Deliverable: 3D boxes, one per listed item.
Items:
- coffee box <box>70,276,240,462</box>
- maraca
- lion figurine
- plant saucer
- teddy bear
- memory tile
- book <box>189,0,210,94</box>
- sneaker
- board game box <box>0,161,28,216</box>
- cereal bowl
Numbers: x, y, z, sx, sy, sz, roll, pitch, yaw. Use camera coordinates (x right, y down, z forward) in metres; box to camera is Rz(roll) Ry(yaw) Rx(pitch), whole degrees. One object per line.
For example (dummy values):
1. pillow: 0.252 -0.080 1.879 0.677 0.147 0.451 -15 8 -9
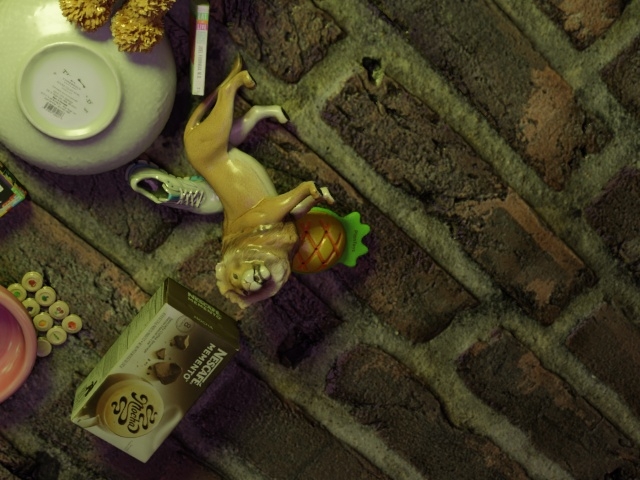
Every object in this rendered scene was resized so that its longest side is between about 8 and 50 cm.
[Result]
1. coffee box: -0.303 0.240 1.861 0.168 0.119 0.297 36 103 -19
2. maraca: 0.000 0.000 1.823 0.185 0.099 0.127 -1 113 -16
3. lion figurine: -0.135 -0.099 1.720 0.240 0.142 0.392 -30 82 14
4. plant saucer: -0.668 0.172 1.764 0.332 0.084 0.332 -8 127 -10
5. teddy bear: -0.253 -0.433 1.481 0.338 0.113 0.245 -42 114 12
6. memory tile: -0.520 0.137 1.842 0.113 0.012 0.148 -35 114 6
7. book: -0.201 -0.322 1.657 0.035 0.096 0.144 2 112 -10
8. sneaker: -0.248 -0.080 1.759 0.190 0.083 0.071 14 108 -16
9. board game box: -0.614 -0.080 1.718 0.170 0.048 0.141 -35 111 6
10. cereal bowl: -0.399 -0.258 1.630 0.339 0.141 0.339 -4 113 -9
